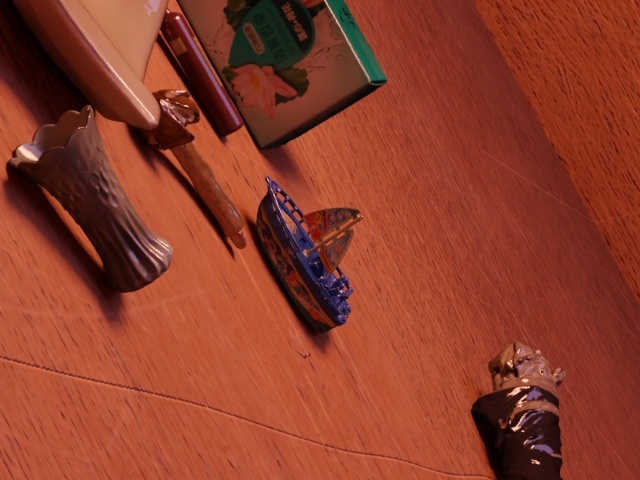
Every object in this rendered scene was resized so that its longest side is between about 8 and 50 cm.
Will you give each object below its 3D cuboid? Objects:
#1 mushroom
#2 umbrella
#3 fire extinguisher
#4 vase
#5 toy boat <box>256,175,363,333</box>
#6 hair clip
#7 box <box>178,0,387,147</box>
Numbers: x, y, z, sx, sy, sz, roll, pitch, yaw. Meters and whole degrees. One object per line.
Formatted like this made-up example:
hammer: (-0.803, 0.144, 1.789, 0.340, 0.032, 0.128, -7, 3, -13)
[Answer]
mushroom: (-0.116, -0.072, 1.794, 0.187, 0.061, 0.060, 56, 12, -30)
umbrella: (0.246, 0.277, 2.244, 0.113, 0.106, 0.357, 40, 32, -27)
fire extinguisher: (-0.136, -0.192, 1.969, 0.173, 0.035, 0.049, 60, 20, -12)
vase: (-0.181, -0.027, 1.505, 0.148, 0.081, 0.081, 58, 16, -22)
toy boat: (0.000, 0.000, 1.917, 0.175, 0.110, 0.091, 56, 17, -8)
hair clip: (-0.212, -0.207, 1.668, 0.172, 0.113, 0.282, 53, 24, -23)
box: (-0.052, -0.246, 2.092, 0.245, 0.153, 0.092, 60, 17, 2)
